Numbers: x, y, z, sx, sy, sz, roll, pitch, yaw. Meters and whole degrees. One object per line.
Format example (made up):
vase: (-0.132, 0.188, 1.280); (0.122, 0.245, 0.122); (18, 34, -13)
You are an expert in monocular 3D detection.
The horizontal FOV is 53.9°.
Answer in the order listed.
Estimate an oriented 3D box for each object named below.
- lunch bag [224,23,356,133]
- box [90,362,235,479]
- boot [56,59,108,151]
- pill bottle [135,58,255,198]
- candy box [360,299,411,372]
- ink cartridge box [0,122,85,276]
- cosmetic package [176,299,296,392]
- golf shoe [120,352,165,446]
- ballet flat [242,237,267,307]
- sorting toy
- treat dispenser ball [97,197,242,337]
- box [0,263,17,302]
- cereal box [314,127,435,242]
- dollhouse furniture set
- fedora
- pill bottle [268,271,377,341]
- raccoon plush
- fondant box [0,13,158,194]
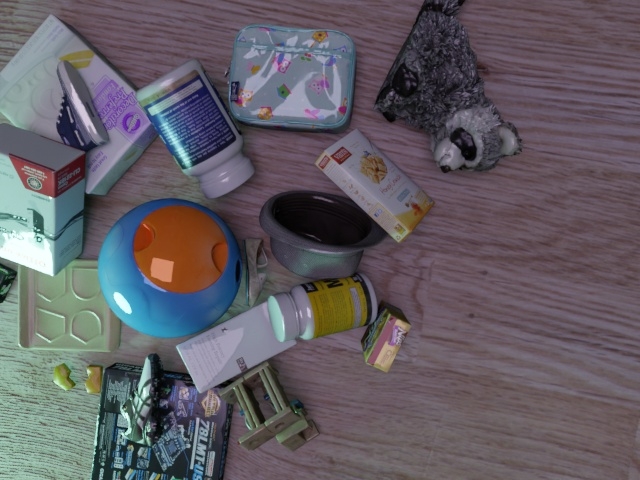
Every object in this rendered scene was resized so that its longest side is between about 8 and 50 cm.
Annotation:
lunch bag: (-0.064, -0.350, 1.356); (0.279, 0.108, 0.224); (6, 92, 5)
box: (-0.356, 0.446, 1.420); (0.293, 0.073, 0.295); (7, 91, 4)
boot: (-0.527, -0.276, 1.321); (0.086, 0.069, 0.190); (-23, 92, 10)
pill bottle: (-0.255, -0.230, 1.325); (0.153, 0.153, 0.264); (-28, 110, 5)
candy box: (0.133, 0.196, 1.315); (0.053, 0.186, 0.109); (27, 93, 0)
ink cartridge box: (-0.622, -0.083, 1.345); (0.197, 0.114, 0.273); (20, 124, 5)
cosmetic package: (-0.180, 0.225, 1.363); (0.231, 0.085, 0.117); (-27, 87, -11)
golf shoe: (-0.386, 0.340, 1.351); (0.094, 0.077, 0.198); (3, 89, 5)
ballet flat: (-0.140, 0.065, 1.373); (0.052, 0.057, 0.168); (-4, 61, -7)
sorting toy: (-0.576, 0.195, 1.452); (0.229, 0.041, 0.307); (1, 92, 0)
treat dispenser ball: (-0.306, 0.057, 1.298); (0.288, 0.288, 0.288); (0, 92, 5)
box: (-0.756, 0.098, 1.453); (0.062, 0.052, 0.083); (28, 93, 2)
cereal box: (0.118, -0.120, 1.319); (0.240, 0.173, 0.047); (44, 126, 1)
dollhouse furniture set: (-0.111, 0.378, 1.367); (0.129, 0.183, 0.129); (-32, 54, -1)
fedora: (0.000, 0.000, 1.326); (0.275, 0.243, 0.124); (16, 122, 11)
pill bottle: (0.004, 0.142, 1.323); (0.208, 0.119, 0.119); (-11, 91, -21)
raccoon plush: (0.315, -0.353, 1.288); (0.299, 0.216, 0.446); (26, 93, -4)
fondant box: (-0.539, -0.298, 1.404); (0.330, 0.096, 0.238); (43, 94, 1)
